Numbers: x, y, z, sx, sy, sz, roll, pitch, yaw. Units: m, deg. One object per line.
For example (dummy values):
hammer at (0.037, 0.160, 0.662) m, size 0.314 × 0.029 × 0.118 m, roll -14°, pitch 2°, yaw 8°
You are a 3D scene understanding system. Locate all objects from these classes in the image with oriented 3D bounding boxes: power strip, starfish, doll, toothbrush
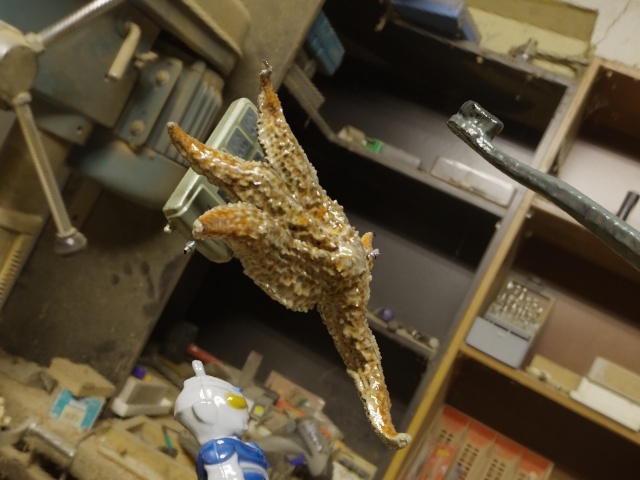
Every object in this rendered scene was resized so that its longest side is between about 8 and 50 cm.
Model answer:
power strip at (-0.085, -0.053, 0.629) m, size 0.028 × 0.169 × 0.076 m, roll -10°, pitch -46°, yaw 40°
starfish at (-0.010, -0.015, 0.609) m, size 0.293 × 0.084 × 0.302 m, roll 49°, pitch 28°, yaw -28°
doll at (-0.058, 0.191, 0.510) m, size 0.114 × 0.057 × 0.227 m, roll 82°, pitch -17°, yaw -68°
toothbrush at (0.177, -0.018, 0.444) m, size 0.030 × 0.031 × 0.297 m, roll 26°, pitch 18°, yaw -42°
